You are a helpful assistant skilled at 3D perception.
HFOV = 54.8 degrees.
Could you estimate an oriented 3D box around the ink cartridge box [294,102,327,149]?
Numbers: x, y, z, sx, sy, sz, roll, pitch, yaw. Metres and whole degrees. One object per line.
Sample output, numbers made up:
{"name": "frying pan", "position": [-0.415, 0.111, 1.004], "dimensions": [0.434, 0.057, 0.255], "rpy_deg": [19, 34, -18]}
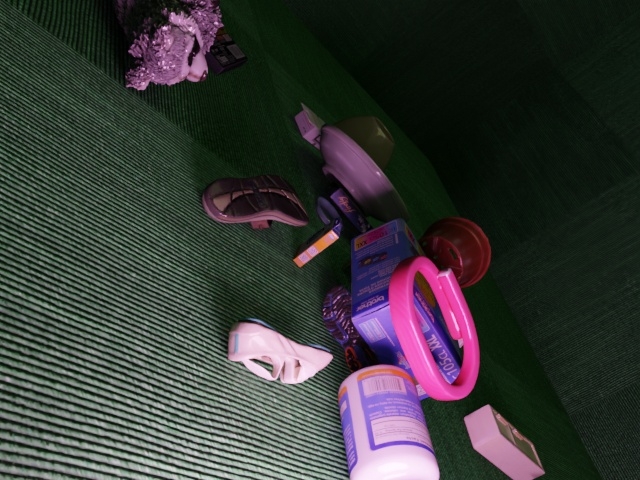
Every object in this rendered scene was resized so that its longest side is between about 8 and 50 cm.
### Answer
{"name": "ink cartridge box", "position": [-0.024, -0.384, 2.127], "dimensions": [0.180, 0.060, 0.104], "rpy_deg": [30, 31, -50]}

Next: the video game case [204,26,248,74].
{"name": "video game case", "position": [-0.337, -0.611, 1.822], "dimensions": [0.248, 0.035, 0.275], "rpy_deg": [51, 21, -11]}

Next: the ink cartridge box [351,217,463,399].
{"name": "ink cartridge box", "position": [0.193, 0.166, 1.389], "dimensions": [0.270, 0.151, 0.395], "rpy_deg": [55, 20, -24]}

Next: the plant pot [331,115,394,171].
{"name": "plant pot", "position": [0.168, -0.360, 2.339], "dimensions": [0.284, 0.191, 0.284], "rpy_deg": [46, 21, -24]}

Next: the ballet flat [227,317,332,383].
{"name": "ballet flat", "position": [-0.066, 0.203, 1.054], "dimensions": [0.248, 0.086, 0.086], "rpy_deg": [31, 30, -45]}

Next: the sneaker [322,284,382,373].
{"name": "sneaker", "position": [0.072, 0.204, 1.368], "dimensions": [0.221, 0.083, 0.087], "rpy_deg": [69, 15, 13]}

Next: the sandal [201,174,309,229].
{"name": "sandal", "position": [-0.142, -0.076, 1.326], "dimensions": [0.302, 0.086, 0.120], "rpy_deg": [1, 60, -49]}

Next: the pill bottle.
{"name": "pill bottle", "position": [0.120, 0.366, 1.078], "dimensions": [0.152, 0.152, 0.272], "rpy_deg": [41, 24, -32]}

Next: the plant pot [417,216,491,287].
{"name": "plant pot", "position": [0.440, 0.065, 2.196], "dimensions": [0.272, 0.272, 0.265], "rpy_deg": [57, 28, 8]}

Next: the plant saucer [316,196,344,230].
{"name": "plant saucer", "position": [0.023, -0.072, 1.776], "dimensions": [0.119, 0.021, 0.119], "rpy_deg": [46, 22, -24]}

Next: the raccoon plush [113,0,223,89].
{"name": "raccoon plush", "position": [-0.421, -0.485, 1.320], "dimensions": [0.446, 0.216, 0.299], "rpy_deg": [25, 36, 3]}

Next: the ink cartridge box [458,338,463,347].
{"name": "ink cartridge box", "position": [0.293, 0.218, 1.699], "dimensions": [0.218, 0.158, 0.092], "rpy_deg": [54, -23, 1]}

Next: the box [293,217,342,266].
{"name": "box", "position": [0.000, 0.000, 1.430], "dimensions": [0.028, 0.136, 0.081], "rpy_deg": [50, 20, -13]}

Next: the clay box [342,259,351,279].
{"name": "clay box", "position": [0.141, 0.089, 1.734], "dimensions": [0.127, 0.053, 0.222], "rpy_deg": [53, 20, -1]}

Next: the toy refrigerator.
{"name": "toy refrigerator", "position": [0.526, 0.580, 1.750], "dimensions": [0.269, 0.094, 0.102], "rpy_deg": [42, 23, -30]}

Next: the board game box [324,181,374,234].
{"name": "board game box", "position": [0.110, -0.064, 1.866], "dimensions": [0.243, 0.042, 0.165], "rpy_deg": [50, 3, -12]}

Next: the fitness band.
{"name": "fitness band", "position": [0.225, 0.167, 1.197], "dimensions": [0.209, 0.054, 0.291], "rpy_deg": [-38, 107, -50]}

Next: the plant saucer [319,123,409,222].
{"name": "plant saucer", "position": [0.109, -0.181, 1.930], "dimensions": [0.400, 0.100, 0.400], "rpy_deg": [49, -4, 5]}
